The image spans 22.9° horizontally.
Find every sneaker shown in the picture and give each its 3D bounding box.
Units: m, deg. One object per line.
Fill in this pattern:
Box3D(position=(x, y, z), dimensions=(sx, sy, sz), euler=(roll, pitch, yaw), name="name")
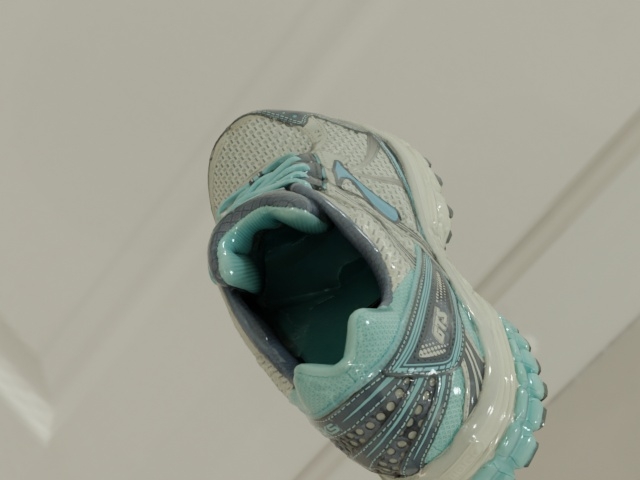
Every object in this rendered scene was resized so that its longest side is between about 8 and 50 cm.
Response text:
Box3D(position=(0.000, 0.000, 0.730), dimensions=(0.122, 0.110, 0.283), euler=(34, 12, -37), name="sneaker")
